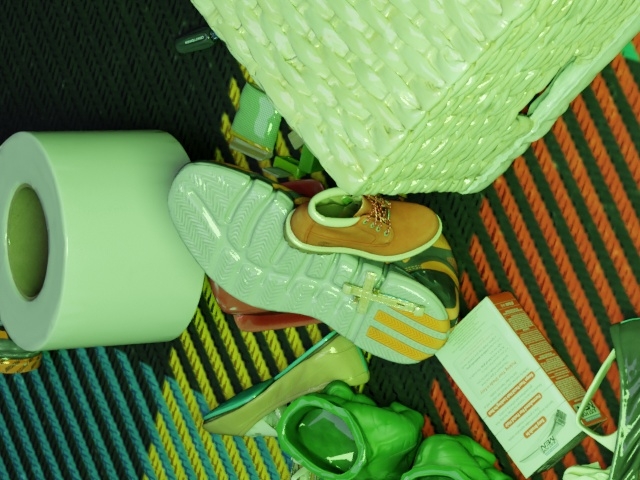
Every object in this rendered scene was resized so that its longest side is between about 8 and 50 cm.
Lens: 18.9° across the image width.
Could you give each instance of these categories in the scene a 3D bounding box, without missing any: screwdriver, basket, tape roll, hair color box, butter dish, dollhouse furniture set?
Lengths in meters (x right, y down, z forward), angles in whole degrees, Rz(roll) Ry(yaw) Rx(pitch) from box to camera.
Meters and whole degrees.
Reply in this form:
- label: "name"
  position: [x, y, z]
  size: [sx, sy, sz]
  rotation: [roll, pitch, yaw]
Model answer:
- label: "screwdriver"
  position: [-0.092, -0.234, 2.131]
  size: [0.170, 0.024, 0.025]
  rotation: [-9, 62, 35]
- label: "basket"
  position: [0.096, -0.250, 1.842]
  size: [0.331, 0.266, 0.328]
  rotation: [52, 122, 16]
- label: "tape roll"
  position: [-0.253, -0.002, 2.142]
  size: [0.246, 0.169, 0.246]
  rotation: [7, 97, 60]
- label: "hair color box"
  position: [0.201, 0.146, 1.954]
  size: [0.093, 0.053, 0.167]
  rotation: [-46, 69, 30]
- label: "butter dish"
  position: [-0.071, 0.023, 2.093]
  size: [0.160, 0.118, 0.160]
  rotation: [-9, 91, 37]
- label: "dollhouse furniture set"
  position: [-0.051, -0.114, 2.095]
  size: [0.151, 0.058, 0.076]
  rotation: [26, 111, 31]

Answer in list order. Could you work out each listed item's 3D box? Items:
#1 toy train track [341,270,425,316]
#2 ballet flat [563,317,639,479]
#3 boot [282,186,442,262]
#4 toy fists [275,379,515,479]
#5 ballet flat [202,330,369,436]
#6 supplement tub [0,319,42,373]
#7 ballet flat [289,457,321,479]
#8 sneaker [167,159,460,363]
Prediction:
- label: "toy train track"
  position: [0.061, 0.060, 1.885]
  size: [0.083, 0.014, 0.048]
  rotation: [16, 118, 5]
- label: "ballet flat"
  position: [0.290, 0.208, 1.859]
  size: [0.096, 0.095, 0.280]
  rotation: [12, 89, 17]
- label: "boot"
  position: [0.050, -0.019, 1.851]
  size: [0.084, 0.158, 0.059]
  rotation: [128, 138, -63]
- label: "toy fists"
  position: [0.093, 0.230, 1.986]
  size: [0.279, 0.142, 0.096]
  rotation: [26, 94, 24]
- label: "ballet flat"
  position: [-0.039, 0.178, 2.122]
  size: [0.232, 0.080, 0.073]
  rotation: [-34, 89, 35]
- label: "supplement tub"
  position: [-0.377, 0.057, 2.323]
  size: [0.117, 0.117, 0.190]
  rotation: [15, 106, 34]
- label: "ballet flat"
  position: [-0.017, 0.252, 2.137]
  size: [0.041, 0.041, 0.114]
  rotation: [18, 107, 33]
- label: "sneaker"
  position: [0.000, 0.000, 1.982]
  size: [0.321, 0.180, 0.125]
  rotation: [32, 118, -3]
